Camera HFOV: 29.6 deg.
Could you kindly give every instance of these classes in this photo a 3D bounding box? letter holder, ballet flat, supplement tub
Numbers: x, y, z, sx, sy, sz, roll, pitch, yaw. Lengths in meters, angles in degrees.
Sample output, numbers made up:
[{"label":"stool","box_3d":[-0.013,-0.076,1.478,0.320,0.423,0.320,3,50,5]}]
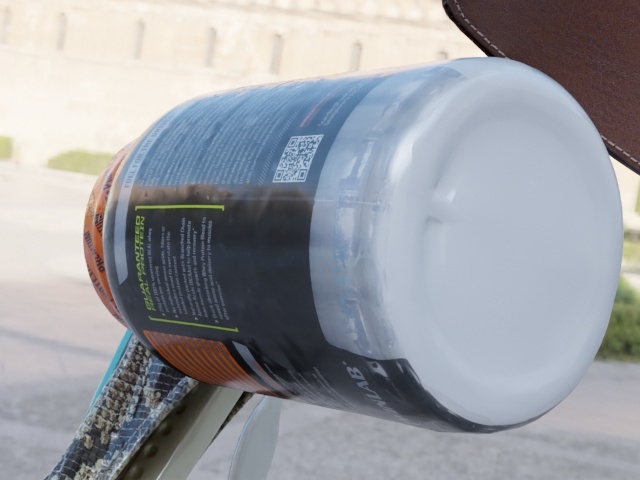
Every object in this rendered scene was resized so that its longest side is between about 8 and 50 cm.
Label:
[{"label":"letter holder","box_3d":[0.231,-0.150,0.864,0.302,0.214,0.152,33,-5,-10]},{"label":"ballet flat","box_3d":[-0.161,0.221,1.002,0.182,0.483,0.164,28,-19,22]},{"label":"supplement tub","box_3d":[0.000,0.000,0.765,0.207,0.207,0.338,8,-3,-39]}]
